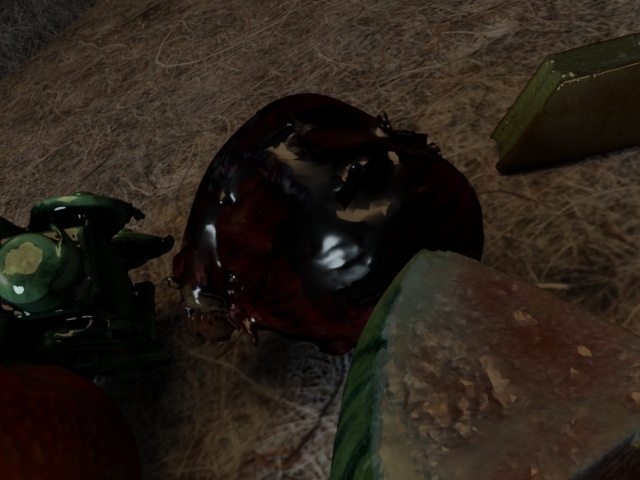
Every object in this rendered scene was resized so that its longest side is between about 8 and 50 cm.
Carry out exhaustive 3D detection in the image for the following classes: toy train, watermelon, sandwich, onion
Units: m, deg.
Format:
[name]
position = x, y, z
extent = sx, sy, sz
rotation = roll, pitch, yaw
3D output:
[toy train]
position = -0.269, 0.058, 0.693
extent = 0.238, 0.299, 0.167
rotation = -8, 72, 0
[watermelon]
position = 0.103, 0.149, 0.417
extent = 0.201, 0.213, 0.261
rotation = 3, 50, 16
[sandwich]
position = 0.291, -0.147, 0.714
extent = 0.258, 0.096, 0.094
rotation = -12, 32, 21
[onion]
position = 0.017, -0.011, 0.630
extent = 0.281, 0.221, 0.281
rotation = -14, 39, 11

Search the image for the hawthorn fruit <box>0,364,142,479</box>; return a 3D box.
[hawthorn fruit]
position = -0.273, 0.221, 0.507
extent = 0.275, 0.275, 0.299
rotation = -8, 53, 29
